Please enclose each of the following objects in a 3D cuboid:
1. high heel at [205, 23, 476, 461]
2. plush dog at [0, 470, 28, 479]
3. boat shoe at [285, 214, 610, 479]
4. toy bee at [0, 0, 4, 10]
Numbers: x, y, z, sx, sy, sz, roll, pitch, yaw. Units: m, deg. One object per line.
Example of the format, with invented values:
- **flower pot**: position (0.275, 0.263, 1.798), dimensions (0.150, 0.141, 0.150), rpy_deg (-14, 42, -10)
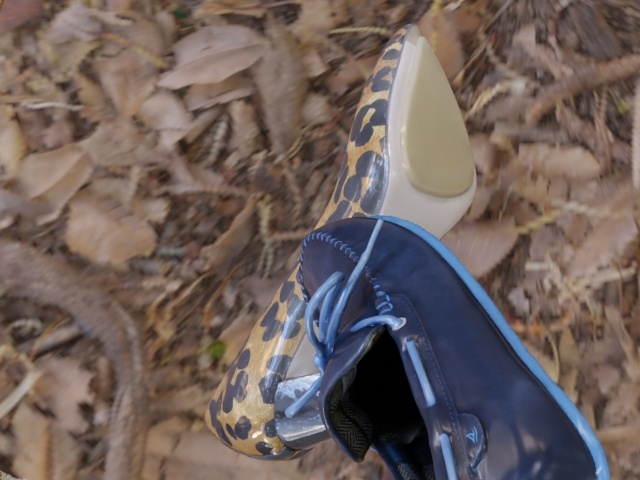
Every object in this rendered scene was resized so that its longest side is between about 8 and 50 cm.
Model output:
- **high heel**: position (0.000, 0.000, 1.015), dimensions (0.186, 0.093, 0.261), rpy_deg (-21, 55, 36)
- **plush dog**: position (-0.288, 0.252, 1.152), dimensions (0.225, 0.262, 0.210), rpy_deg (-29, 93, 12)
- **boat shoe**: position (0.037, 0.059, 0.781), dimensions (0.089, 0.258, 0.109), rpy_deg (-14, 116, -19)
- **toy bee**: position (-0.204, -0.054, 0.278), dimensions (0.298, 0.195, 0.162), rpy_deg (17, 69, -18)
